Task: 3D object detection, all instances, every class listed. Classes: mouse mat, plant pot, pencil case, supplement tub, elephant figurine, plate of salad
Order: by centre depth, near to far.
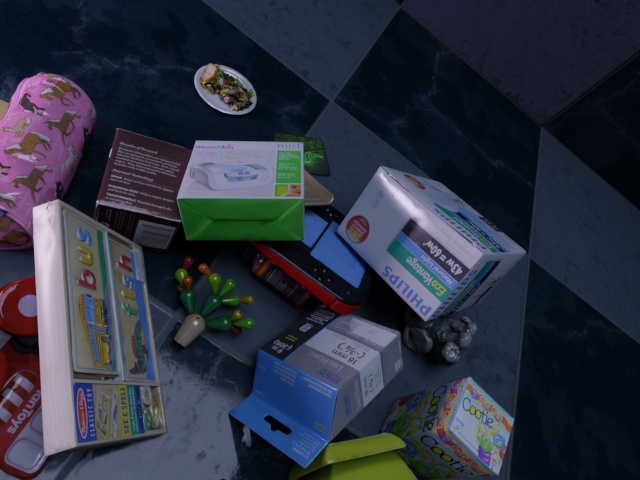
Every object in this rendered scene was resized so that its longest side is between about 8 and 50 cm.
[{"bbox_3d":[0.068,0.525,0.903,0.228,0.227,0.207,3,55,-30],"label":"plant pot"},{"bbox_3d":[-0.608,-0.173,0.931,0.160,0.167,0.386,10,56,-7],"label":"pencil case"},{"bbox_3d":[-0.101,0.072,1.136,0.198,0.106,0.106,37,50,-8],"label":"supplement tub"},{"bbox_3d":[0.307,0.237,1.272,0.239,0.186,0.169,29,10,18],"label":"elephant figurine"},{"bbox_3d":[-0.288,-0.476,1.383,0.199,0.048,0.200,16,55,-24],"label":"plate of salad"},{"bbox_3d":[-0.060,-0.278,1.435,0.189,0.007,0.153,1,63,-31],"label":"mouse mat"}]

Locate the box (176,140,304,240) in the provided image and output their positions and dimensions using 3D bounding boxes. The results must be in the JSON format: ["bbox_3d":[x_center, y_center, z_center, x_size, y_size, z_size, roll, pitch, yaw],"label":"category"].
[{"bbox_3d":[-0.166,-0.117,1.022,0.261,0.127,0.231,1,44,-2],"label":"box"}]

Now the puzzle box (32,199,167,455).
[{"bbox_3d":[-0.395,0.157,0.814,0.052,0.272,0.409,-18,69,4],"label":"puzzle box"}]

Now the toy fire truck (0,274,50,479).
[{"bbox_3d":[-0.508,0.216,0.782,0.254,0.169,0.302,50,45,-29],"label":"toy fire truck"}]

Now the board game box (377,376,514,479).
[{"bbox_3d":[0.278,0.446,1.038,0.144,0.275,0.142,44,49,-2],"label":"board game box"}]

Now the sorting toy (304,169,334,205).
[{"bbox_3d":[-0.135,-0.175,1.247,0.229,0.041,0.307,-10,43,-39],"label":"sorting toy"}]

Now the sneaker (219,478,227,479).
[{"bbox_3d":[-0.190,0.587,0.785,0.145,0.090,0.270,37,47,-4],"label":"sneaker"}]

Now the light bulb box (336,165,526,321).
[{"bbox_3d":[0.307,0.002,1.226,0.361,0.225,0.358,1,39,-52],"label":"light bulb box"}]

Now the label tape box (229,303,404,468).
[{"bbox_3d":[-0.009,0.287,0.976,0.333,0.240,0.106,-30,121,-41],"label":"label tape box"}]

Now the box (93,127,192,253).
[{"bbox_3d":[-0.403,-0.105,1.010,0.167,0.168,0.203,13,57,-24],"label":"box"}]

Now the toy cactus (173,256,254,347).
[{"bbox_3d":[-0.262,0.156,1.007,0.219,0.112,0.180,41,68,-8],"label":"toy cactus"}]

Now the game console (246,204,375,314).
[{"bbox_3d":[0.000,0.000,1.186,0.342,0.060,0.386,40,28,-3],"label":"game console"}]

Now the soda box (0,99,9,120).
[{"bbox_3d":[-0.725,-0.222,0.950,0.058,0.061,0.181,22,54,-20],"label":"soda box"}]
